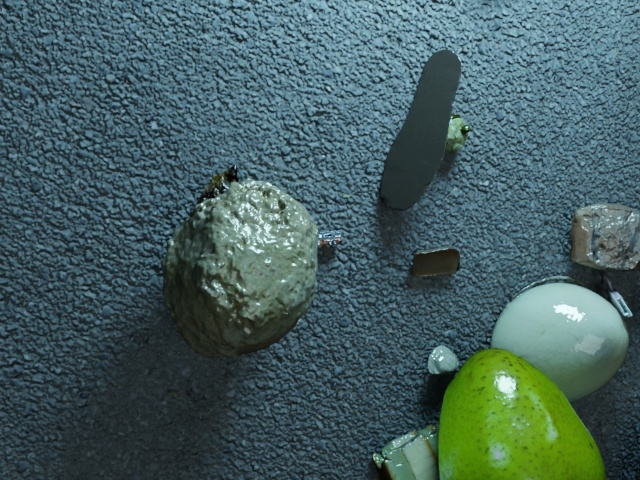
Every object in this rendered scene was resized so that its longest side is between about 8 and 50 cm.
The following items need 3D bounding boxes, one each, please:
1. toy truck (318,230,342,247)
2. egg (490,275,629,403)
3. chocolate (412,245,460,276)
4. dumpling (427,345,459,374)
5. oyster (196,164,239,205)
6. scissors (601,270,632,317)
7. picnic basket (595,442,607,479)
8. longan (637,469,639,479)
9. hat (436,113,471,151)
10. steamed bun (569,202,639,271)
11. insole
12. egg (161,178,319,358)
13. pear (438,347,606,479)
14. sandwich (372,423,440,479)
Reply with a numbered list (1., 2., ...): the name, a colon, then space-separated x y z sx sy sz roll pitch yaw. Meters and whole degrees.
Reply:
1. toy truck: 0.000 0.000 1.380 0.083 0.024 0.032 -9 77 -16
2. egg: 0.500 0.223 1.470 0.286 0.174 0.264 -34 101 -5
3. chocolate: 0.229 0.041 1.445 0.101 0.031 0.064 -8 117 -10
4. dumpling: 0.251 0.246 1.474 0.077 0.043 0.059 -11 78 -10
5. oyster: -0.190 -0.074 1.316 0.086 0.029 0.132 -1 100 -15
6. scissors: 0.617 0.123 1.492 0.022 0.176 0.085 -19 104 13
7. picnic basket: 0.531 0.505 1.562 0.164 0.079 0.115 -18 103 -12
8. longan: 0.846 0.558 1.520 0.361 0.361 0.361 -2 98 -15
9. hat: 0.254 -0.211 1.405 0.077 0.059 0.076 5 101 -20
10. steamed bun: 0.612 -0.005 1.503 0.175 0.106 0.145 5 96 -13
11. insole: 0.199 -0.213 1.381 0.111 0.007 0.328 18 89 26
12. egg: -0.134 0.054 1.232 0.279 0.279 0.310 21 76 -17
13. pear: 0.370 0.355 1.347 0.342 0.238 0.318 2 64 -47
14. sandwich: 0.211 0.493 1.465 0.155 0.227 0.198 -22 67 -10
